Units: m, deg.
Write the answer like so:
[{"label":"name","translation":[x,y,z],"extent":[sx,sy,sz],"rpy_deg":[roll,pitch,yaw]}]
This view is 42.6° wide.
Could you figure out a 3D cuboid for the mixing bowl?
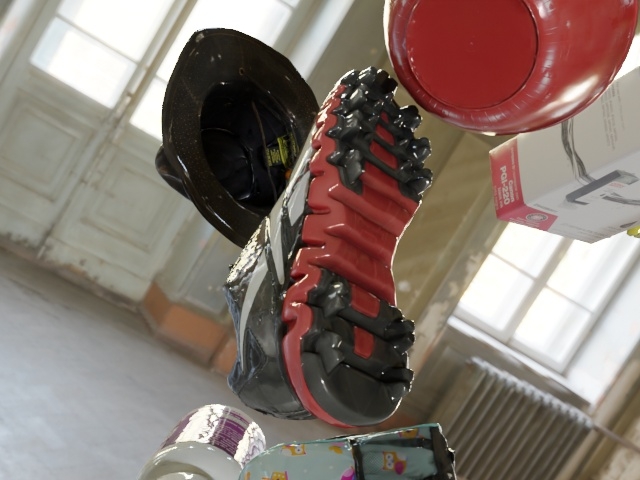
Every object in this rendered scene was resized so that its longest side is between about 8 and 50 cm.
[{"label":"mixing bowl","translation":[0.114,-0.143,0.552],"extent":[0.181,0.181,0.098],"rpy_deg":[32,35,7]}]

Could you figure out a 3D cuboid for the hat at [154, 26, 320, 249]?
[{"label":"hat","translation":[-0.121,-0.114,1.058],"extent":[0.134,0.331,0.331],"rpy_deg":[-13,-22,32]}]

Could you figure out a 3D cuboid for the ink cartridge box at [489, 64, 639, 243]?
[{"label":"ink cartridge box","translation":[0.312,-0.081,0.868],"extent":[0.159,0.092,0.218],"rpy_deg":[12,-26,-28]}]

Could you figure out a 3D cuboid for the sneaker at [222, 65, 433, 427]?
[{"label":"sneaker","translation":[0.000,0.000,0.561],"extent":[0.098,0.276,0.135],"rpy_deg":[32,-39,-32]}]

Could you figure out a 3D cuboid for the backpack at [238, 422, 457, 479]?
[{"label":"backpack","translation":[0.020,0.252,0.730],"extent":[0.189,0.165,0.144],"rpy_deg":[4,48,-7]}]

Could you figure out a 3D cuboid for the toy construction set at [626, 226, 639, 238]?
[{"label":"toy construction set","translation":[0.493,-0.071,1.295],"extent":[0.328,0.151,0.215],"rpy_deg":[29,5,37]}]

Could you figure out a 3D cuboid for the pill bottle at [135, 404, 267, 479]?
[{"label":"pill bottle","translation":[-0.173,0.353,1.178],"extent":[0.169,0.169,0.301],"rpy_deg":[31,4,1]}]
